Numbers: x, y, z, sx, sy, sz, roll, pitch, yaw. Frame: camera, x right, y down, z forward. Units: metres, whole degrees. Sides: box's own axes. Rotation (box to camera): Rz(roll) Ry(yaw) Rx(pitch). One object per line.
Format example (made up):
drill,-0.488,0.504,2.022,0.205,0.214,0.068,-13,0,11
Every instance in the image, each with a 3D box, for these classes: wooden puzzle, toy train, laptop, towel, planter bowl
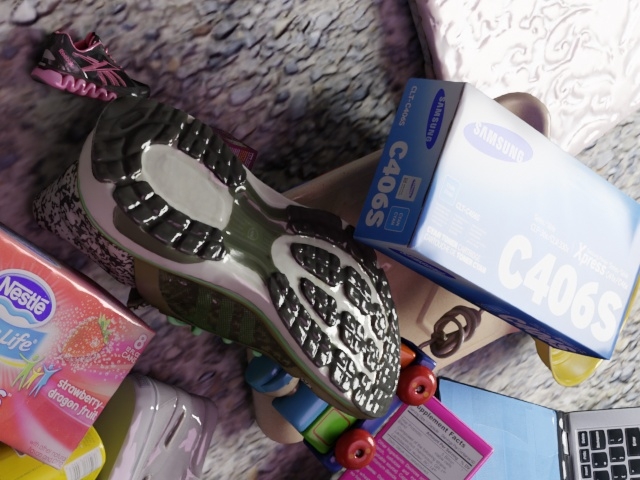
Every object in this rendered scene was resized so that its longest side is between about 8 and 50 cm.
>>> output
wooden puzzle,0.072,0.022,1.645,0.348,0.080,0.322,-22,132,-20
toy train,0.050,0.096,1.573,0.248,0.105,0.143,-46,119,-2
laptop,0.357,0.358,1.871,0.236,0.408,0.382,68,19,-68
towel,0.246,-0.217,1.711,0.332,0.053,0.317,-35,132,-20
planter bowl,0.289,0.055,1.859,0.217,0.090,0.217,-35,136,-42

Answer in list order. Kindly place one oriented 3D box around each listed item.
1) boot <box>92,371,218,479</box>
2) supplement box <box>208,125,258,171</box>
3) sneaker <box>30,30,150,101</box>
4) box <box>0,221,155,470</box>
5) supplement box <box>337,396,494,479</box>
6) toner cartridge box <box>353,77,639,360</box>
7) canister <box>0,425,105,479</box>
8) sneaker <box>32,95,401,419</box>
boot,-0.186,0.261,1.556,0.123,0.095,0.258,21,97,-39
supplement box,-0.109,-0.081,1.470,0.083,0.055,0.043,13,105,-44
sneaker,-0.192,-0.150,1.372,0.119,0.047,0.057,13,92,-46
box,-0.301,0.049,1.306,0.154,0.142,0.300,-55,136,-5
supplement box,0.080,0.277,1.750,0.220,0.114,0.111,-48,173,-3
toner cartridge box,0.190,-0.014,1.545,0.348,0.075,0.165,27,78,-43
canister,-0.288,0.226,1.437,0.170,0.073,0.126,-28,167,-31
sneaker,-0.090,0.032,1.443,0.410,0.182,0.158,41,51,-27
